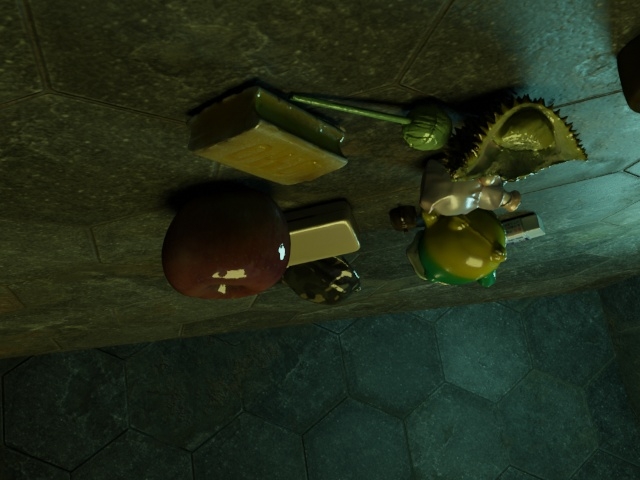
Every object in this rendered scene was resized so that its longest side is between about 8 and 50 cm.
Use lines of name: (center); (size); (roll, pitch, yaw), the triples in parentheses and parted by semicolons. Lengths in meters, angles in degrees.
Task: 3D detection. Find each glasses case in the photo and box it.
glasses case: (-0.069, -0.006, 1.791); (0.337, 0.076, 0.144); (-12, 139, 12)

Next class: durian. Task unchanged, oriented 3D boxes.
durian: (0.353, -0.184, 1.301); (0.307, 0.166, 0.172); (-16, 171, -23)

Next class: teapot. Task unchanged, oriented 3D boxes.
teapot: (0.236, -0.056, 1.885); (0.076, 0.068, 0.121); (-12, 164, 10)
teapot: (0.642, -0.268, 1.168); (0.268, 0.175, 0.186); (3, 162, -38)

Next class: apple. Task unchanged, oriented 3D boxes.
apple: (-0.222, 0.008, 1.552); (0.306, 0.234, 0.305); (-6, 163, -2)

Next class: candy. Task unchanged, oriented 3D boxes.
candy: (0.096, -0.229, 1.218); (0.336, 0.093, 0.092); (8, 116, -24)

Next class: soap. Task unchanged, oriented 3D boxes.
soap: (-0.090, -0.182, 1.213); (0.174, 0.089, 0.274); (-15, 164, 32)

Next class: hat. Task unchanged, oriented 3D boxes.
hat: (-0.088, 0.142, 2.195); (0.382, 0.257, 0.366); (-28, 163, -4)

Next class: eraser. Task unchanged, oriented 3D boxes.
eraser: (0.632, -0.026, 2.223); (0.210, 0.067, 0.124); (-17, 162, 24)

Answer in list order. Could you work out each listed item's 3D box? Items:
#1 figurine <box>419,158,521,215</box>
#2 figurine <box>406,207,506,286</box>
figurine: (0.353, -0.125, 1.584); (0.276, 0.132, 0.200); (0, -177, -27)
figurine: (0.398, 0.020, 1.942); (0.231, 0.324, 0.340); (-51, 180, -17)
